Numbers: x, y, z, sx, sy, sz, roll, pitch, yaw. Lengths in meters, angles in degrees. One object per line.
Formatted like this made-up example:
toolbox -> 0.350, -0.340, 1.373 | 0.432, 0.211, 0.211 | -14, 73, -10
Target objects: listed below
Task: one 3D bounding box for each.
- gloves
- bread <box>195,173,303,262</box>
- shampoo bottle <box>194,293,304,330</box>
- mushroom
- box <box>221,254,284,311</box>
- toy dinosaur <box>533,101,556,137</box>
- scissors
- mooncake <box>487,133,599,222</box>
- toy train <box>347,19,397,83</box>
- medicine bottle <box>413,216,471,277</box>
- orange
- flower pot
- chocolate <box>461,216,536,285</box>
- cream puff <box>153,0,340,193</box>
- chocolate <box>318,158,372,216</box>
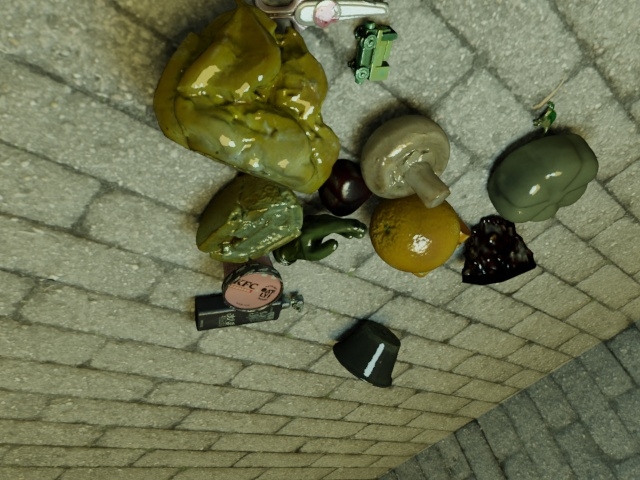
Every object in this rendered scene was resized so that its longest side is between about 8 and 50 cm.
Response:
gloves -> -0.012, -0.007, 1.214 | 0.268, 0.135, 0.107 | -17, 132, 34
bread -> -0.158, -0.040, 1.144 | 0.257, 0.124, 0.186 | -32, 140, 15
shampoo bottle -> -0.198, 0.190, 1.431 | 0.309, 0.071, 0.098 | -7, 136, -20
mushroom -> 0.200, -0.157, 1.098 | 0.207, 0.215, 0.207 | -20, 147, -14
box -> -0.180, 0.084, 1.267 | 0.151, 0.135, 0.151 | -11, 136, -11
toy dinosaur -> 0.567, -0.290, 1.255 | 0.060, 0.029, 0.119 | -39, 138, 4
scissors -> 0.005, -0.400, 0.879 | 0.242, 0.030, 0.118 | -8, 140, -12
mooncake -> 0.585, -0.153, 1.320 | 0.275, 0.135, 0.275 | -16, 148, -10
toy train -> 0.099, -0.356, 0.957 | 0.081, 0.050, 0.122 | -10, 139, -20
medicine bottle -> 0.327, 0.014, 1.437 | 0.096, 0.096, 0.192 | 17, 127, -37
orange -> 0.235, -0.024, 1.257 | 0.236, 0.236, 0.236 | -12, 140, -11
flower pot -> 0.178, 0.370, 1.710 | 0.235, 0.235, 0.148 | 21, 107, -39
chocolate -> 0.515, 0.013, 1.516 | 0.224, 0.206, 0.177 | -17, 97, -20
cream puff -> -0.105, -0.238, 0.867 | 0.324, 0.291, 0.257 | 19, 97, -21
chocolate -> 0.066, -0.111, 1.195 | 0.125, 0.080, 0.148 | -2, 135, -21
